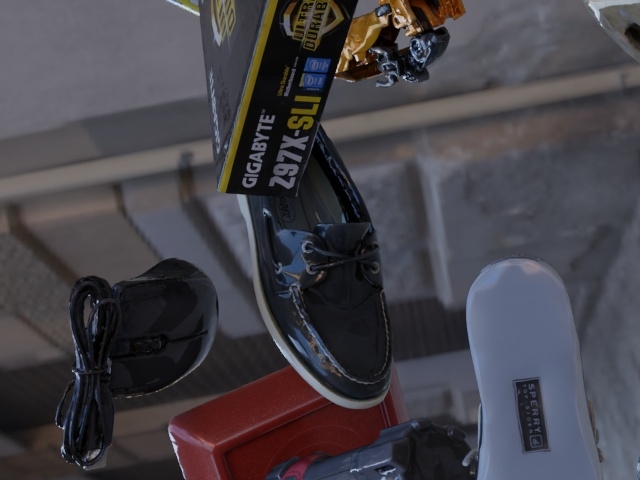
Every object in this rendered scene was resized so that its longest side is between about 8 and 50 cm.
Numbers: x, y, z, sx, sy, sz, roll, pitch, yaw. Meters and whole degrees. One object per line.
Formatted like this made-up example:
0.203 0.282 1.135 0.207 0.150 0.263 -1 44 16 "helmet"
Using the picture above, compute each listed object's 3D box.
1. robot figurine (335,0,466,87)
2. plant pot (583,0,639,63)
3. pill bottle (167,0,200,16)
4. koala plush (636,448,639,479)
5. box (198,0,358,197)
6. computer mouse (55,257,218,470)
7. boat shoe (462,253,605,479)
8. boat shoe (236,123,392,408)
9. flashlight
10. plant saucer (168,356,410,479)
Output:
0.053 -0.269 1.583 0.291 0.085 0.211 -5 106 60 "robot figurine"
0.303 -0.245 0.835 0.334 0.305 0.334 39 156 21 "plant pot"
-0.098 -0.324 1.851 0.119 0.208 0.119 -53 23 34 "pill bottle"
0.195 0.114 0.538 0.221 0.203 0.196 34 -104 -33 "koala plush"
-0.045 -0.240 1.234 0.257 0.079 0.322 112 157 -47 "box"
-0.162 0.100 1.432 0.272 0.072 0.188 -36 -46 -66 "computer mouse"
0.168 0.163 1.148 0.105 0.113 0.306 -6 -94 -75 "boat shoe"
0.004 -0.001 1.453 0.113 0.127 0.340 -56 40 47 "boat shoe"
0.045 0.234 1.376 0.103 0.103 0.304 53 147 -4 "flashlight"
-0.005 0.258 1.552 0.048 0.258 0.259 32 141 63 "plant saucer"
